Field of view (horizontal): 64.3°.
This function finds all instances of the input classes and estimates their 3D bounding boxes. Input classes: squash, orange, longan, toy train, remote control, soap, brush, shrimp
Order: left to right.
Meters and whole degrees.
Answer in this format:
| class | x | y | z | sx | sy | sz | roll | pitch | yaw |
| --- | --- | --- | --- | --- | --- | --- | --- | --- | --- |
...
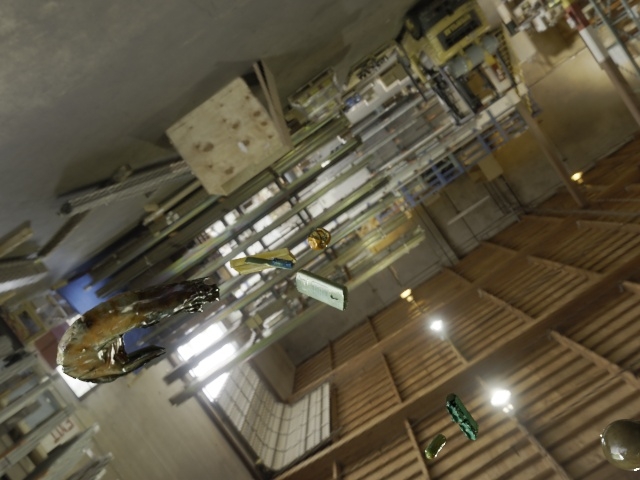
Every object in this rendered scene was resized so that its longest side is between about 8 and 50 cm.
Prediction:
| class | x | y | z | sx | sy | sz | roll | pitch | yaw |
| --- | --- | --- | --- | --- | --- | --- | --- | --- | --- |
| shrimp | -0.375 | 0.190 | 1.095 | 0.364 | 0.071 | 0.233 | -16 | 134 | -45 |
| soap | -0.223 | 0.083 | 1.993 | 0.251 | 0.037 | 0.092 | -13 | 153 | 14 |
| brush | -0.180 | 0.074 | 1.791 | 0.030 | 0.178 | 0.033 | 86 | 15 | -50 |
| orange | 0.000 | 0.000 | 1.792 | 0.086 | 0.062 | 0.086 | -18 | 141 | -16 |
| remote control | 0.004 | 0.180 | 1.889 | 0.233 | 0.098 | 0.038 | 20 | -146 | 37 |
| squash | 0.256 | 0.463 | 1.141 | 0.027 | 0.028 | 0.083 | -33 | 168 | 31 |
| toy train | 0.424 | 0.531 | 1.530 | 0.038 | 0.148 | 0.071 | -31 | -169 | 25 |
| longan | 1.087 | 0.706 | 1.789 | 0.204 | 0.159 | 0.185 | -49 | 142 | 1 |
